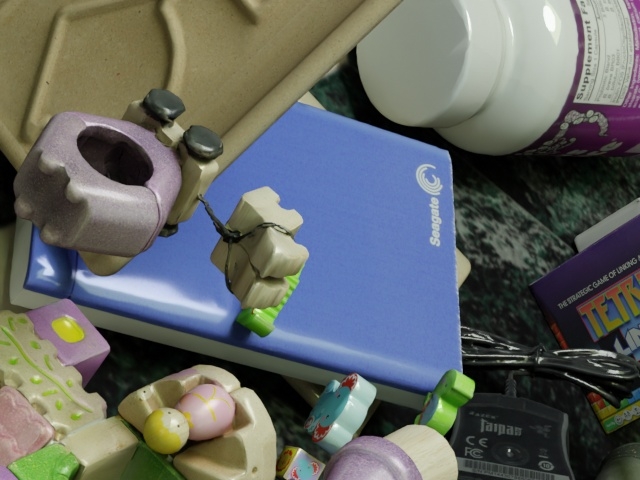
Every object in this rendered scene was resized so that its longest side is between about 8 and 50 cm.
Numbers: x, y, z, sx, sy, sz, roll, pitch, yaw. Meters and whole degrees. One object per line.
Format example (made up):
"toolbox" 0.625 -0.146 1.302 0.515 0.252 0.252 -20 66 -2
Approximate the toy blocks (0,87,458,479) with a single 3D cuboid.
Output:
"toy blocks" -0.133 0.141 0.888 0.288 0.309 0.260 43 32 19

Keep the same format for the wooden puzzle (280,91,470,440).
"wooden puzzle" 0.000 0.000 1.339 0.221 0.044 0.238 46 42 -8

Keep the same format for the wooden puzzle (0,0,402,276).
"wooden puzzle" -0.108 -0.199 1.149 0.348 0.322 0.080 52 13 21

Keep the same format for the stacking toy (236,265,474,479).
"stacking toy" -0.006 0.142 1.172 0.167 0.052 0.221 34 74 -21

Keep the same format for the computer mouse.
"computer mouse" 0.166 0.157 1.303 0.184 0.060 0.262 8 29 -4

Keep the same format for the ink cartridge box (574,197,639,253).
"ink cartridge box" 0.336 0.040 1.583 0.203 0.086 0.148 -4 67 -44

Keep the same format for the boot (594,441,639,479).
"boot" 0.277 0.269 1.354 0.246 0.083 0.161 46 22 3

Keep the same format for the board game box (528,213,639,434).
"board game box" 0.264 0.057 1.445 0.048 0.170 0.141 -18 76 -45

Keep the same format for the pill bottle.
"pill bottle" 0.179 -0.152 1.508 0.301 0.169 0.169 -1 65 -42

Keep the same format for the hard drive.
"hard drive" -0.049 -0.014 1.254 0.319 0.040 0.210 17 54 -25
